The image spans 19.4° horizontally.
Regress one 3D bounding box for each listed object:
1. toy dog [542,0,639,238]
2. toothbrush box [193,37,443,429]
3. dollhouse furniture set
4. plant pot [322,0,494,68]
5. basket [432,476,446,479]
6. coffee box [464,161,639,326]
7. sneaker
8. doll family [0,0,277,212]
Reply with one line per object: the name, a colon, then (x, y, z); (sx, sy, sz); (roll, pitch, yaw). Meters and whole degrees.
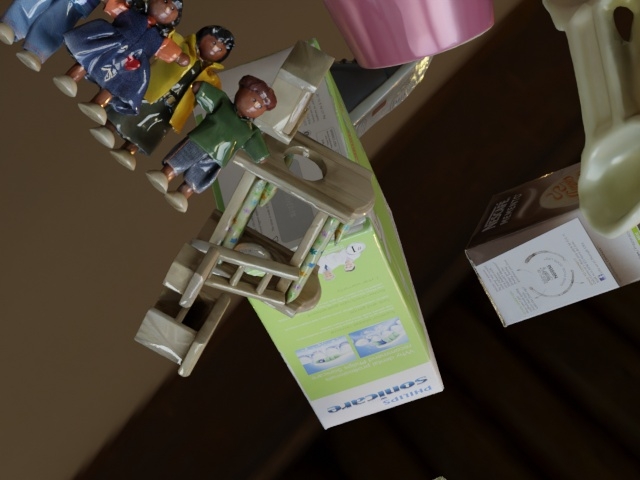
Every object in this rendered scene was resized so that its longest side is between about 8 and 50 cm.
toy dog: (0.450, -0.201, 1.656); (0.395, 0.408, 0.285); (130, -50, -62)
toothbrush box: (0.000, 0.000, 1.611); (0.122, 0.283, 0.206); (-20, -124, 6)
dollhouse furniture set: (-0.028, -0.009, 1.280); (0.182, 0.101, 0.161); (-61, -179, 41)
plant pot: (0.068, -0.258, 1.656); (0.201, 0.180, 0.201); (-17, -166, 5)
basket: (0.065, 0.281, 1.509); (0.167, 0.103, 0.113); (-29, -150, 13)
coffee box: (0.289, -0.018, 1.934); (0.246, 0.098, 0.141); (-22, -163, 27)
sneaker: (0.037, -0.201, 2.265); (0.118, 0.083, 0.222); (42, -112, 14)
doll family: (-0.105, -0.114, 1.123); (0.111, 0.193, 0.076); (-48, -149, -11)
